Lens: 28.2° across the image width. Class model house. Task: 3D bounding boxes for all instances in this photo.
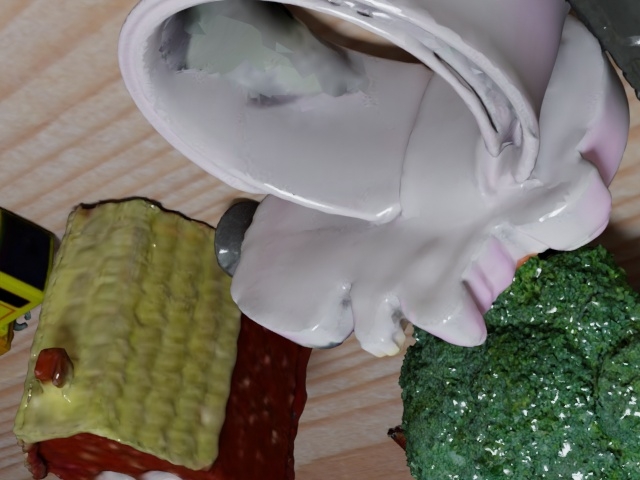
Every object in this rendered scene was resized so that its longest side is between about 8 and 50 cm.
[{"bbox_3d":[-0.127,0.095,0.964,0.160,0.196,0.254,-4,150,21],"label":"model house"}]

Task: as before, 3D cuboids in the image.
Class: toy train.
[{"bbox_3d":[-0.296,0.014,0.970,0.127,0.089,0.219,-27,138,33],"label":"toy train"}]

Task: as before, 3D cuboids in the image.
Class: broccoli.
[{"bbox_3d":[0.188,0.112,0.904,0.270,0.270,0.270,-16,162,-22],"label":"broccoli"}]

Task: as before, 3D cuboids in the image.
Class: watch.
[{"bbox_3d":[0.004,-0.068,0.622,0.244,0.196,0.231,-10,144,44],"label":"watch"}]

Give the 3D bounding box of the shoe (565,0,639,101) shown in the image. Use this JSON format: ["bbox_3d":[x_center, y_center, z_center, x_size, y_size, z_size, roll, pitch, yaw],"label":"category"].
[{"bbox_3d":[0.156,-0.153,0.504,0.149,0.109,0.293,-19,144,27],"label":"shoe"}]

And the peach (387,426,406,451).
[{"bbox_3d":[0.205,0.245,1.319,0.279,0.068,0.189,7,152,1],"label":"peach"}]

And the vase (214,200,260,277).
[{"bbox_3d":[0.000,0.000,0.843,0.120,0.120,0.183,28,161,-35],"label":"vase"}]
